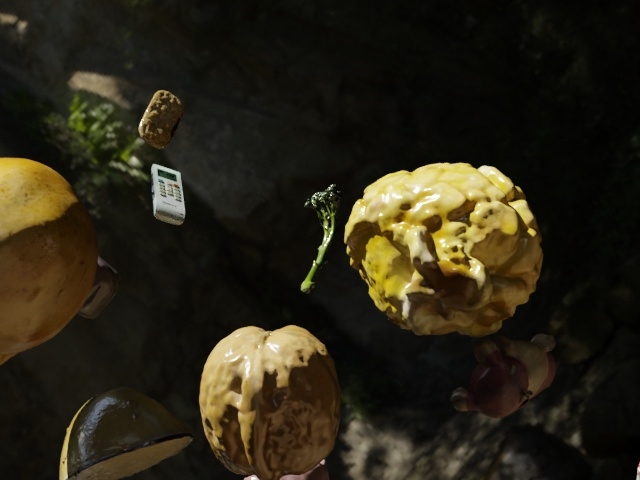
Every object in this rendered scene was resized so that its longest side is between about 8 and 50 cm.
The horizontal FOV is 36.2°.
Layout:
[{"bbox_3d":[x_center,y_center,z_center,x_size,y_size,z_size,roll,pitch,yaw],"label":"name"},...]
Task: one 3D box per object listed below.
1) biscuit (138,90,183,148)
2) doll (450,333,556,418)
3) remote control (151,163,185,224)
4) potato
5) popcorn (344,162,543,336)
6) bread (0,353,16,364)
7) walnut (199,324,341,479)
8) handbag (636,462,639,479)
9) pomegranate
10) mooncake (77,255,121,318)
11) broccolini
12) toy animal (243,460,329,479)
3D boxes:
[{"bbox_3d":[-0.316,-0.242,1.947,0.018,0.071,0.147,-35,29,46],"label":"biscuit"},{"bbox_3d":[0.386,0.281,2.046,0.196,0.152,0.256,-34,-16,33],"label":"doll"},{"bbox_3d":[-0.304,-0.091,1.926,0.029,0.065,0.166,-60,27,28],"label":"remote control"},{"bbox_3d":[-0.290,0.271,1.398,0.182,0.117,0.202,-2,-27,-41],"label":"potato"},{"bbox_3d":[0.257,0.016,1.979,0.354,0.390,0.344,-37,-39,-11],"label":"popcorn"},{"bbox_3d":[-0.600,0.146,1.673,0.288,0.119,0.152,-34,-42,-44],"label":"bread"},{"bbox_3d":[-0.080,0.266,1.568,0.257,0.225,0.256,-3,-90,-84],"label":"walnut"},{"bbox_3d":[0.670,0.376,1.763,0.298,0.151,0.171,-53,-35,-41],"label":"handbag"},{"bbox_3d":[-0.417,0.023,1.265,0.264,0.264,0.264,-45,-12,-12],"label":"pomegranate"},{"bbox_3d":[-0.512,0.050,1.923,0.133,0.245,0.245,-49,-11,-8],"label":"mooncake"},{"bbox_3d":[0.004,0.003,1.423,0.054,0.052,0.194,-17,47,30],"label":"broccolini"},{"bbox_3d":[-0.048,0.502,1.744,0.195,0.281,0.169,-1,-3,-45],"label":"toy animal"}]
